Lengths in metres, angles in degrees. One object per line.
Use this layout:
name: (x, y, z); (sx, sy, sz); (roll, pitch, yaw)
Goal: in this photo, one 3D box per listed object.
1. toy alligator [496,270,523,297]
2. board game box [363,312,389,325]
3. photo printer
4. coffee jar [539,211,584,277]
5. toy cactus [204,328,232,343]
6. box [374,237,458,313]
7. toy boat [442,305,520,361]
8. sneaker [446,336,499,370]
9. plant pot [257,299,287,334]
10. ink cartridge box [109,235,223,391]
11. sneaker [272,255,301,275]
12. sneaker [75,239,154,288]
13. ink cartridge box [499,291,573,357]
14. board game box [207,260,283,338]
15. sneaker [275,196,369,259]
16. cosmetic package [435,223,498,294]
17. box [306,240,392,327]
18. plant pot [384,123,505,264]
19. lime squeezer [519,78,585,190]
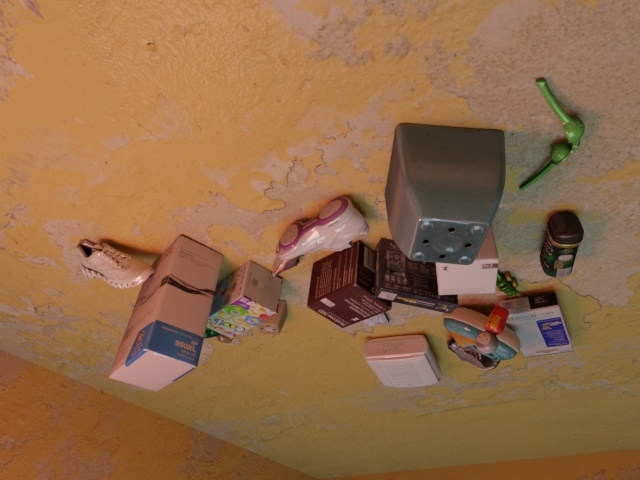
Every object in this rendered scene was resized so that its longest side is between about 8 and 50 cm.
toy alligator: (0.594, 0.152, 1.490); (0.056, 0.051, 0.190); (-27, 130, 35)
board game box: (0.196, 0.280, 1.731); (0.090, 0.020, 0.090); (-10, 138, 19)
photo printer: (0.339, 0.497, 1.905); (0.256, 0.107, 0.307); (-11, 138, 21)
coffee jar: (0.647, 0.012, 1.276); (0.079, 0.096, 0.184); (-5, 139, 10)
toy cactus: (-0.412, 0.377, 1.891); (0.219, 0.112, 0.180); (-20, 144, 17)
box: (0.275, 0.101, 1.372); (0.233, 0.183, 0.059); (13, 141, -8)
toy boat: (0.524, 0.309, 1.540); (0.268, 0.148, 0.318); (27, 166, 13)
sneaker: (0.542, 0.404, 1.738); (0.132, 0.086, 0.229); (35, 163, -15)
plant pot: (-0.184, 0.283, 1.731); (0.109, 0.096, 0.109); (5, 141, 4)
ink cartridge box: (-0.471, 0.226, 1.473); (0.166, 0.394, 0.285); (28, 136, -27)
sneaker: (-0.100, 0.072, 1.494); (0.065, 0.061, 0.158); (19, 140, -24)
sneaker: (-0.665, 0.072, 1.513); (0.292, 0.110, 0.118); (10, 128, 21)
ink cartridge box: (0.748, 0.300, 1.628); (0.176, 0.069, 0.371); (-16, 138, 26)
board game box: (-0.272, 0.208, 1.617); (0.142, 0.144, 0.275); (32, 135, -28)
sneaker: (0.000, 0.000, 1.343); (0.305, 0.114, 0.152); (-27, 129, 34)
cosmetic package: (0.383, 0.029, 1.268); (0.151, 0.183, 0.151); (-4, 140, 14)
box: (0.093, 0.139, 1.458); (0.168, 0.167, 0.203); (35, 133, -30)
plant pot: (0.281, -0.085, 1.091); (0.248, 0.252, 0.247); (5, 141, 3)
lime squeezer: (0.518, -0.214, 1.053); (0.110, 0.058, 0.310); (-3, 141, 12)
